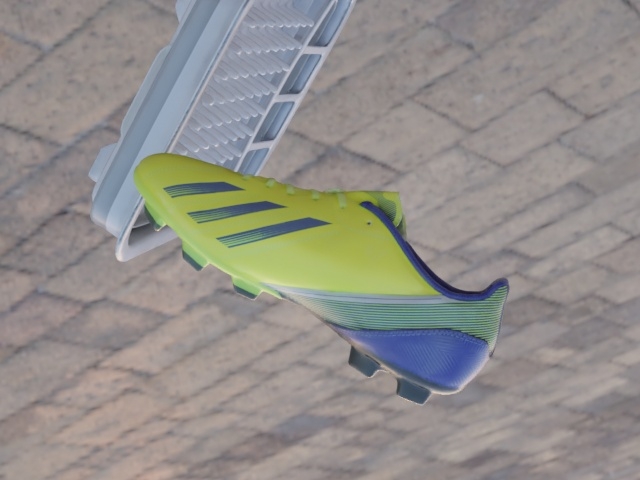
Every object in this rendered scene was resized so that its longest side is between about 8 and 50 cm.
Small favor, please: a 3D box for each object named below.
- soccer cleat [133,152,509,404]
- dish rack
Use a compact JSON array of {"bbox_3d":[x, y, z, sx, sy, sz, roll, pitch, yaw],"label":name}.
[{"bbox_3d":[0.001,0.000,0.846,0.121,0.289,0.093,-61,168,14],"label":"soccer cleat"},{"bbox_3d":[-0.087,-0.136,1.064,0.285,0.072,0.333,-58,173,17],"label":"dish rack"}]
